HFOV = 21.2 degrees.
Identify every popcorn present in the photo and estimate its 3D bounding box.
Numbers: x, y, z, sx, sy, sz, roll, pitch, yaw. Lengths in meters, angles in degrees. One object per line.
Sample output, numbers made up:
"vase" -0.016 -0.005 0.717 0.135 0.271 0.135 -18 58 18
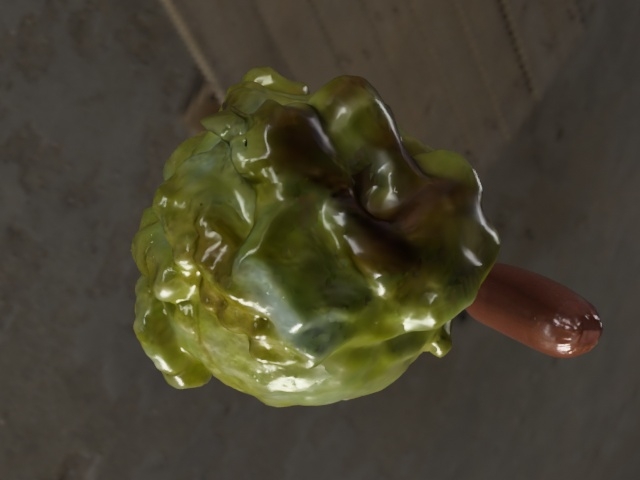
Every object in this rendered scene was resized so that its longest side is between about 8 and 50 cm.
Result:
"popcorn" -0.014 -0.001 1.440 0.312 0.312 0.312 -34 136 -41

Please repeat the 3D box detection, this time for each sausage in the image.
"sausage" 0.207 0.066 1.706 0.077 0.194 0.077 -11 111 -30
